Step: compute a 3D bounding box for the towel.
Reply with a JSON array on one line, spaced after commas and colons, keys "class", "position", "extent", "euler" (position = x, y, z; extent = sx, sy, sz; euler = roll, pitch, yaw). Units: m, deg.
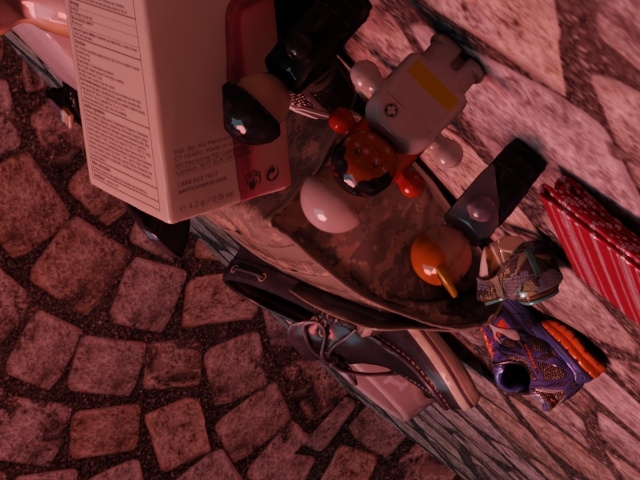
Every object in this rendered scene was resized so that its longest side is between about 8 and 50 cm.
[{"class": "towel", "position": [0.293, 0.065, 1.260], "extent": [0.275, 0.031, 0.199], "euler": [40, 174, 28]}]

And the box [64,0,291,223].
[{"class": "box", "position": [-0.122, -0.152, 1.349], "extent": [0.148, 0.127, 0.232], "euler": [26, 127, 51]}]

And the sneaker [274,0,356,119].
[{"class": "sneaker", "position": [-0.027, -0.171, 1.410], "extent": [0.178, 0.072, 0.077], "euler": [45, 170, -29]}]

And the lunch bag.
[{"class": "lunch bag", "position": [0.033, -0.009, 1.669], "extent": [0.287, 0.169, 0.235], "euler": [38, 172, -28]}]

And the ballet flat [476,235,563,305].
[{"class": "ballet flat", "position": [0.183, 0.025, 1.528], "extent": [0.070, 0.070, 0.188], "euler": [43, 171, -5]}]

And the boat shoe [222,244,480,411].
[{"class": "boat shoe", "position": [0.039, 0.127, 2.432], "extent": [0.500, 0.156, 0.187], "euler": [35, 168, 35]}]

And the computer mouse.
[{"class": "computer mouse", "position": [-0.238, -0.101, 1.957], "extent": [0.184, 0.060, 0.262], "euler": [46, -174, -46]}]

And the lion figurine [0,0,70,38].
[{"class": "lion figurine", "position": [-0.226, -0.221, 1.521], "extent": [0.392, 0.142, 0.240], "euler": [18, -178, -26]}]

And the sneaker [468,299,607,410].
[{"class": "sneaker", "position": [0.210, 0.117, 1.749], "extent": [0.083, 0.087, 0.221], "euler": [47, 171, -27]}]

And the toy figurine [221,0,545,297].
[{"class": "toy figurine", "position": [0.047, -0.075, 1.274], "extent": [0.209, 0.148, 0.213], "euler": [35, 169, 43]}]

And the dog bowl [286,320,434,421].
[{"class": "dog bowl", "position": [0.064, 0.171, 2.741], "extent": [0.349, 0.102, 0.349], "euler": [41, 172, 7]}]

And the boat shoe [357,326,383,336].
[{"class": "boat shoe", "position": [0.100, 0.053, 2.021], "extent": [0.335, 0.095, 0.112], "euler": [111, 147, -78]}]

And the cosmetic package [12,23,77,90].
[{"class": "cosmetic package", "position": [-0.237, -0.248, 1.737], "extent": [0.184, 0.151, 0.151], "euler": [32, 167, 50]}]
